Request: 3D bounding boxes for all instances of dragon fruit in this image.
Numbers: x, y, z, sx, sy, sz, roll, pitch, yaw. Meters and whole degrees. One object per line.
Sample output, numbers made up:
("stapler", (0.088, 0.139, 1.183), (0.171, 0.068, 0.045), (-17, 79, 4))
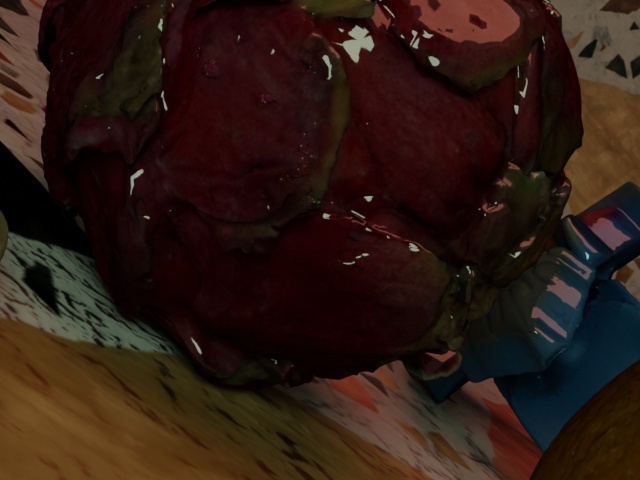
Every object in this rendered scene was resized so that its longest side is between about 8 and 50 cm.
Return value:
("dragon fruit", (-0.007, -0.079, 0.663), (0.329, 0.329, 0.329), (36, 9, -6))

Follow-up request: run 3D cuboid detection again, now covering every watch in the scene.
("watch", (0.237, 0.121, 0.919), (0.274, 0.241, 0.305), (52, 11, 8))

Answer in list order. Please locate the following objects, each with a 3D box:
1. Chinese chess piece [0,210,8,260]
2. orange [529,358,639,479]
("Chinese chess piece", (-0.180, -0.010, 0.510), (0.084, 0.034, 0.084), (35, 11, -8))
("orange", (0.197, 0.152, 0.462), (0.264, 0.264, 0.264), (36, 9, -6))
